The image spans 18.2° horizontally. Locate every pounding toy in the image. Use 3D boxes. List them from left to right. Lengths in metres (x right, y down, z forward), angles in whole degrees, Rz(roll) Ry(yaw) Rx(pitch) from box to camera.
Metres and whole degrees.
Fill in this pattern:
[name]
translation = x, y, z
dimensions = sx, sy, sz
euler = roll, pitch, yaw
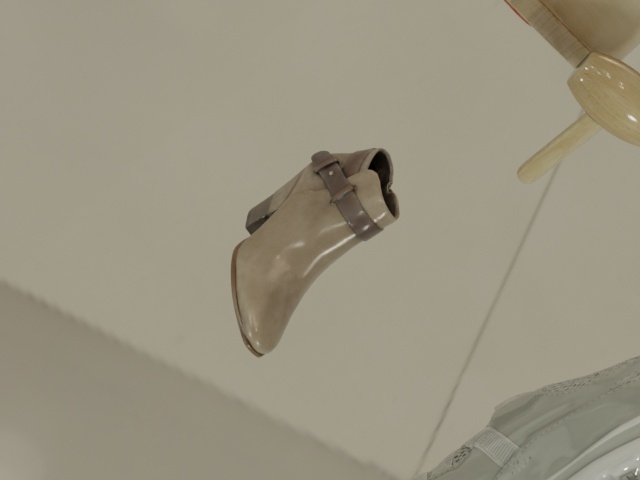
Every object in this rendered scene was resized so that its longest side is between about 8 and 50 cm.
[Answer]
[pounding toy]
translation = 0.130, -0.141, 1.231
dimensions = 0.155, 0.269, 0.154
euler = -44, 104, 11

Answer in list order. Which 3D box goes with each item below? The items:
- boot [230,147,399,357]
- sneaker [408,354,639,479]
[boot]
translation = 0.000, 0.000, 1.043
dimensions = 0.087, 0.118, 0.042
euler = -23, 134, 23
[sneaker]
translation = 0.097, 0.132, 0.935
dimensions = 0.281, 0.115, 0.105
euler = -28, 116, 32
